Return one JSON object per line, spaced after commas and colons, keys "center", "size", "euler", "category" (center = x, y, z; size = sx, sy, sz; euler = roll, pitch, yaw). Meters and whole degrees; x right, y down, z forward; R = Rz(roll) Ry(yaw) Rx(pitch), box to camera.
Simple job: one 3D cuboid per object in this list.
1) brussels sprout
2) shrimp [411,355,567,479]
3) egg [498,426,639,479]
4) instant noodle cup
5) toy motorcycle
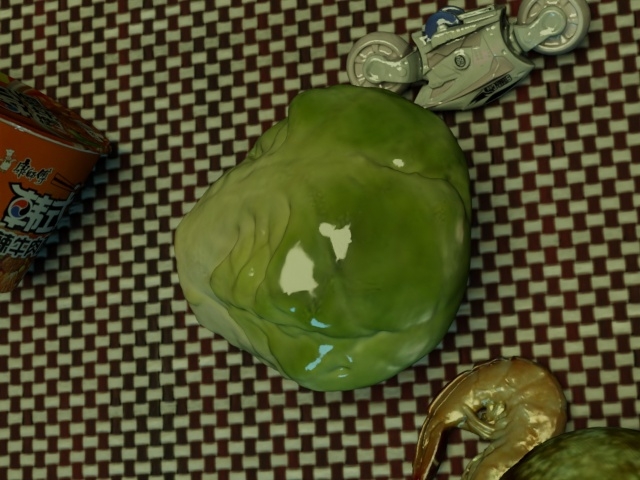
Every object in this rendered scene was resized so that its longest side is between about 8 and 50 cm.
{"center": [0.010, 0.007, 1.246], "size": [0.317, 0.243, 0.273], "euler": [-37, 65, 10], "category": "brussels sprout"}
{"center": [0.145, 0.215, 1.262], "size": [0.133, 0.053, 0.236], "euler": [34, 88, 19], "category": "shrimp"}
{"center": [0.239, 0.302, 1.119], "size": [0.238, 0.238, 0.289], "euler": [29, 105, 21], "category": "egg"}
{"center": [-0.376, -0.073, 1.403], "size": [0.250, 0.250, 0.192], "euler": [32, 100, 21], "category": "instant noodle cup"}
{"center": [0.152, -0.188, 1.323], "size": [0.254, 0.112, 0.112], "euler": [-13, 76, 17], "category": "toy motorcycle"}
